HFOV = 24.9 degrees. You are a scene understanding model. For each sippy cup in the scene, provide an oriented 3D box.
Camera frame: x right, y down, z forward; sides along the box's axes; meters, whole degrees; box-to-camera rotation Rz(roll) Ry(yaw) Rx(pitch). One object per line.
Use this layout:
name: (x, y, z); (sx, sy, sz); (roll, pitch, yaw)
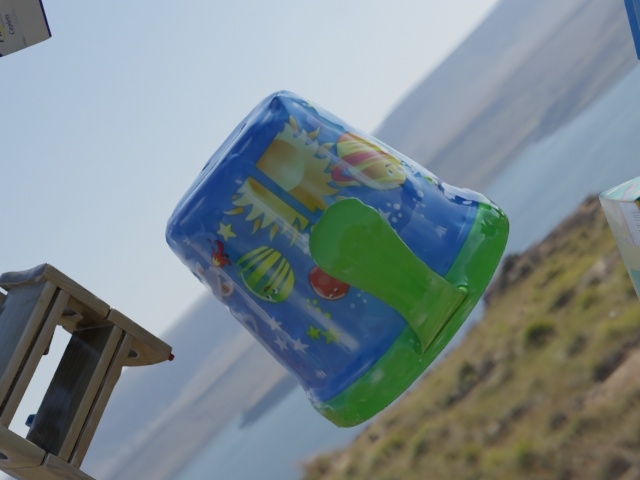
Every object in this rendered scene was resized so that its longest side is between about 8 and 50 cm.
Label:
sippy cup: (0.000, 0.000, 1.211); (0.305, 0.224, 0.240); (-40, 16, 49)

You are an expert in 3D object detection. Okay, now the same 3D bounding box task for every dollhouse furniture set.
dollhouse furniture set: (-0.228, 0.113, 1.080); (0.183, 0.129, 0.129); (-11, 49, 47)

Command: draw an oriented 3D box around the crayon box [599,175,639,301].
crayon box: (0.406, 0.064, 1.573); (0.081, 0.278, 0.165); (-23, 4, -1)

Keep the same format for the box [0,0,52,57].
box: (-0.363, -0.289, 1.612); (0.072, 0.126, 0.137); (-21, 34, -15)

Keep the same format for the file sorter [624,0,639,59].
file sorter: (0.391, -0.261, 1.440); (0.170, 0.118, 0.104); (-20, 7, -40)
